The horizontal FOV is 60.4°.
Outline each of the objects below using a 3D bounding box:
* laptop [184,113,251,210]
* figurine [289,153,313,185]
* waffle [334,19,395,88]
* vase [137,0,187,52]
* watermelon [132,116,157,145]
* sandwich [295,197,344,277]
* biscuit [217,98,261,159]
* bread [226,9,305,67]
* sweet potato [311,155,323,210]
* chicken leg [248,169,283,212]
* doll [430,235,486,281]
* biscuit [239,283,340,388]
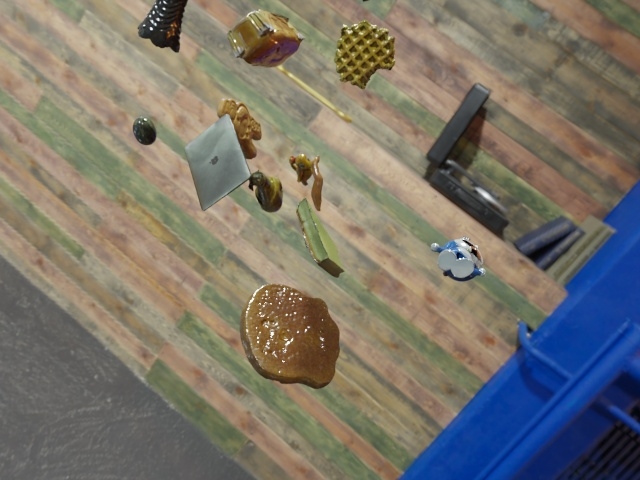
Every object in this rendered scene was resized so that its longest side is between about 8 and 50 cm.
[{"bbox_3d":[-0.310,-0.234,1.631,0.015,0.187,0.269,33,28,-54],"label":"laptop"},{"bbox_3d":[-0.085,-0.321,2.340,0.122,0.121,0.176,36,-14,10],"label":"figurine"},{"bbox_3d":[0.189,-0.781,2.320,0.291,0.291,0.051,35,25,-4],"label":"waffle"},{"bbox_3d":[-0.344,-0.580,1.296,0.115,0.238,0.115,24,28,-14],"label":"vase"},{"bbox_3d":[-0.579,-0.361,1.809,0.078,0.078,0.111,41,-23,19],"label":"watermelon"},{"bbox_3d":[0.000,0.000,1.928,0.212,0.063,0.245,43,25,-62],"label":"sandwich"},{"bbox_3d":[-0.260,-0.372,1.793,0.040,0.144,0.236,-2,-24,22],"label":"biscuit"},{"bbox_3d":[-0.150,-0.558,1.539,0.107,0.136,0.241,57,24,-1],"label":"bread"},{"bbox_3d":[-0.010,-0.183,1.765,0.044,0.179,0.044,-2,7,0],"label":"sweet potato"},{"bbox_3d":[-0.165,-0.159,1.661,0.088,0.103,0.228,10,-21,17],"label":"chicken leg"},{"bbox_3d":[0.505,0.067,2.008,0.215,0.161,0.257,38,12,12],"label":"doll"},{"bbox_3d":[-0.074,0.230,1.352,0.257,0.049,0.273,16,45,-17],"label":"biscuit"}]
